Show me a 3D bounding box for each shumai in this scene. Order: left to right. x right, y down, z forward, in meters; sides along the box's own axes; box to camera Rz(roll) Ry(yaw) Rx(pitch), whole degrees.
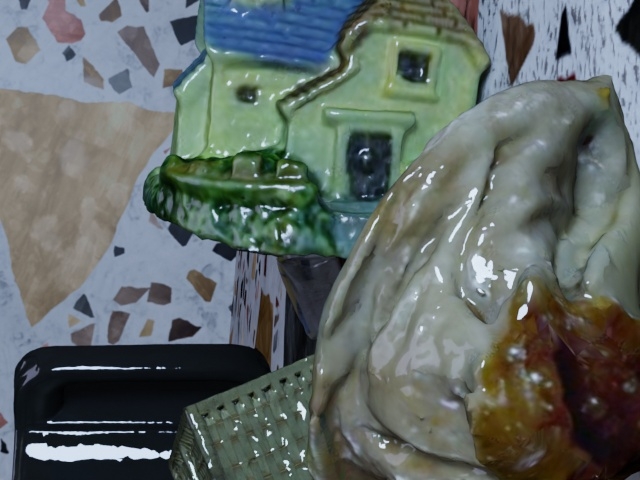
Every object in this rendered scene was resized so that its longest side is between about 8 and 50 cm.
[{"bbox_3d":[0.090,0.039,0.520,0.120,0.201,0.201,30,124,34],"label":"shumai"}]

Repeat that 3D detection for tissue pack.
[{"bbox_3d":[0.000,0.000,1.224,0.148,0.060,0.109,-91,-13,-45],"label":"tissue pack"}]

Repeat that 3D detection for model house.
[{"bbox_3d":[-0.004,-0.094,0.904,0.195,0.214,0.189,-122,39,-80],"label":"model house"}]

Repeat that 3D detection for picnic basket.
[{"bbox_3d":[-0.017,0.175,1.027,0.196,0.154,0.134,116,132,-67],"label":"picnic basket"}]

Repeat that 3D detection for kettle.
[{"bbox_3d":[-0.145,0.219,1.348,0.262,0.308,0.203,122,151,-74],"label":"kettle"}]
